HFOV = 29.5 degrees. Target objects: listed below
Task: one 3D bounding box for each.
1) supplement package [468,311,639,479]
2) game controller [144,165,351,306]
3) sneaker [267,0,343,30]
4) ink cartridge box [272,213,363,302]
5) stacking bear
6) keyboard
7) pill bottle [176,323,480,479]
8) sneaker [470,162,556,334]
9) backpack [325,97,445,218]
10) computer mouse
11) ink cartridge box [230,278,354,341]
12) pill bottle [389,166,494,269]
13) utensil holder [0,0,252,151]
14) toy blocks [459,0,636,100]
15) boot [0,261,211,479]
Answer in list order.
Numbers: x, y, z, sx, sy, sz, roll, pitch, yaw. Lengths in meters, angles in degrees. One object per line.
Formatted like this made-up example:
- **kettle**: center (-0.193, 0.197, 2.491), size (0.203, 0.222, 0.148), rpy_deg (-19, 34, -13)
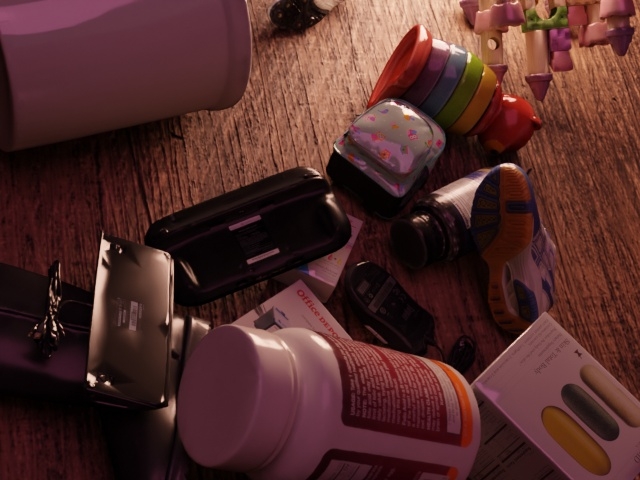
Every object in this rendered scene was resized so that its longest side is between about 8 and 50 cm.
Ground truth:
- **supplement package**: center (0.345, 0.294, 1.862), size (0.263, 0.198, 0.199), rpy_deg (45, 55, 10)
- **game controller**: center (-0.114, -0.009, 1.934), size (0.319, 0.067, 0.166), rpy_deg (-22, 69, -14)
- **sneaker**: center (-0.012, -0.466, 2.293), size (0.237, 0.085, 0.086), rpy_deg (-33, 48, -29)
- **ink cartridge box**: center (0.000, 0.000, 2.007), size (0.104, 0.061, 0.181), rpy_deg (25, 55, -2)
- **stacking bear**: center (0.260, -0.255, 2.211), size (0.289, 0.175, 0.164), rpy_deg (29, 61, -12)
- **keyboard**: center (-0.304, 0.103, 1.706), size (0.201, 0.033, 0.317), rpy_deg (19, 37, -20)
- **pill bottle**: center (0.013, 0.244, 1.686), size (0.392, 0.224, 0.224), rpy_deg (17, 52, -37)
- **sneaker**: center (0.331, 0.003, 2.032), size (0.112, 0.296, 0.131), rpy_deg (9, 27, 35)
- **backpack**: center (0.122, -0.159, 2.104), size (0.166, 0.144, 0.188), rpy_deg (36, 51, 11)
- **computer mouse**: center (0.117, 0.165, 1.952), size (0.262, 0.060, 0.184), rpy_deg (38, 50, -8)
- **ink cartridge box**: center (-0.066, 0.169, 1.868), size (0.191, 0.082, 0.139), rpy_deg (-33, 75, -31)
- **pill bottle**: center (0.229, -0.034, 2.074), size (0.219, 0.123, 0.123), rpy_deg (-26, 71, -30)
- **utensil holder**: center (-0.352, -0.330, 1.931), size (0.385, 0.327, 0.327), rpy_deg (-16, 66, -26)
- **toy blocks**: center (0.426, -0.396, 2.345), size (0.289, 0.309, 0.260), rpy_deg (-7, 94, -10)
- **boot**: center (-0.397, 0.203, 1.679), size (0.445, 0.146, 0.367), rpy_deg (18, 43, -15)
